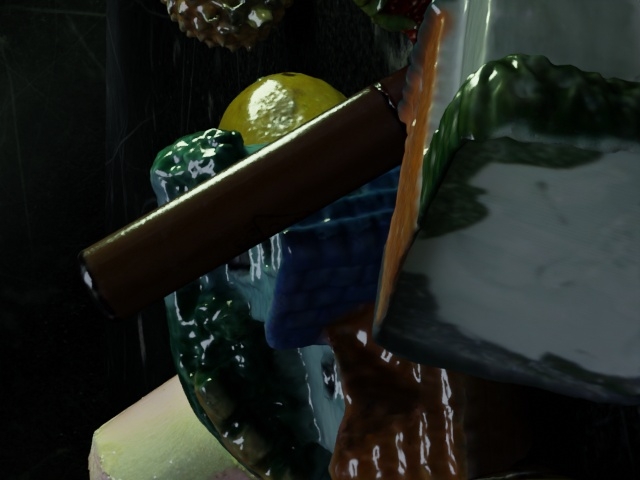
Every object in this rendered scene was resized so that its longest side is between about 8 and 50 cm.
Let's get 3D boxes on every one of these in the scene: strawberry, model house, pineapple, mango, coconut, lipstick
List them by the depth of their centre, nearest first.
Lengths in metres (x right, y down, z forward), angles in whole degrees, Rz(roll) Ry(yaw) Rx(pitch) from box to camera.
[{"bbox_3d":[0.146,-0.094,0.891,0.271,0.190,0.301,105,172,-62],"label":"model house"},{"bbox_3d":[0.006,-0.055,1.034,0.057,0.356,0.057,60,179,1],"label":"lipstick"},{"bbox_3d":[0.045,0.063,1.155,0.329,0.251,0.295,-168,74,-69],"label":"model house"},{"bbox_3d":[0.057,-0.224,1.267,0.082,0.146,0.187,-45,9,19],"label":"strawberry"},{"bbox_3d":[-0.005,-0.004,1.463,0.176,0.175,0.330,33,-147,-47],"label":"mango"},{"bbox_3d":[-0.095,-0.284,1.745,0.193,0.166,0.166,54,148,43],"label":"pineapple"},{"bbox_3d":[-0.128,0.263,1.893,0.233,0.245,0.233,56,-168,-18],"label":"coconut"}]

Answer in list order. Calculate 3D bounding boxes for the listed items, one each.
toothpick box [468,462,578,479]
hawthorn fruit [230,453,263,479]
[{"bbox_3d":[0.127,0.284,1.008,0.175,0.175,0.271,118,147,-65],"label":"toothpick box"},{"bbox_3d":[-0.025,0.157,1.588,0.173,0.172,0.173,175,90,-76],"label":"hawthorn fruit"}]
